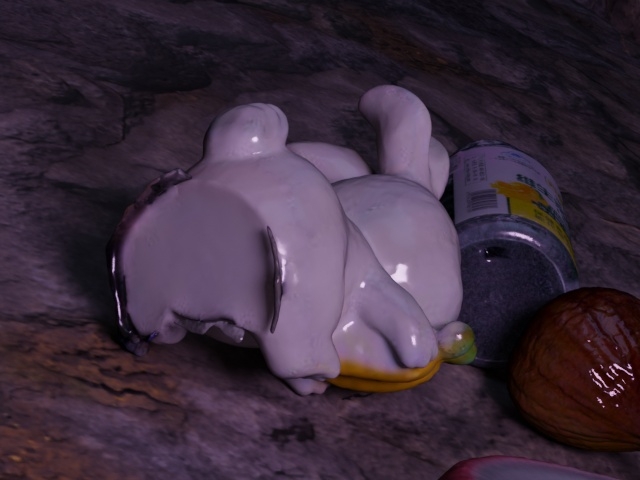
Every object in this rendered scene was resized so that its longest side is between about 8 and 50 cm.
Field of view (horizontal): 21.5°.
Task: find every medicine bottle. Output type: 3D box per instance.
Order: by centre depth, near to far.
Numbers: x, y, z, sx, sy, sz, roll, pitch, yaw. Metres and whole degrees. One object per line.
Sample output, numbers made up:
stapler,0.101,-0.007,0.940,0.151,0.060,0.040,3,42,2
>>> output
medicine bottle,0.158,-0.002,1.552,0.141,0.141,0.293,22,20,-5

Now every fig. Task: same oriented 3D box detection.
fig,0.241,0.136,1.347,0.146,0.134,0.201,0,39,-29

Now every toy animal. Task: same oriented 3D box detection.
toy animal,0.000,0.007,1.281,0.310,0.183,0.247,-9,72,-51

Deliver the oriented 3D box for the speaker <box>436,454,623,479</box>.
speaker,0.155,0.224,0.838,0.294,0.294,0.294,21,21,-9
